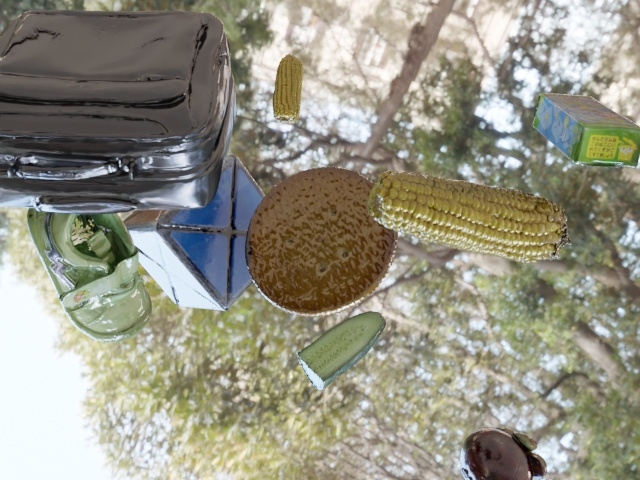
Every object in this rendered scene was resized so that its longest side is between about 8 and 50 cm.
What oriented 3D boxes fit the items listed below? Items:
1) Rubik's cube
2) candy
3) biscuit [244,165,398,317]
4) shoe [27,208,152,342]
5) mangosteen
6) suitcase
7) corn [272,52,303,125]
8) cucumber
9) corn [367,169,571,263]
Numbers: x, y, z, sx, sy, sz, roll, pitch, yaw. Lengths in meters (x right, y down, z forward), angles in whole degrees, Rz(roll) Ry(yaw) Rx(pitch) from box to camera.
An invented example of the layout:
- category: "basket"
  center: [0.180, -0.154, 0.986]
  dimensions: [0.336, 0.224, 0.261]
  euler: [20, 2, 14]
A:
- category: "Rubik's cube"
  center: [-0.262, -0.012, 1.745]
  dimensions: [0.259, 0.254, 0.260]
  euler: [-44, -68, -27]
- category: "candy"
  center: [0.402, -0.170, 1.173]
  dimensions: [0.097, 0.062, 0.194]
  euler: [2, -156, -6]
- category: "biscuit"
  center: [0.000, 0.000, 1.448]
  dimensions: [0.305, 0.305, 0.038]
  euler: [42, 178, 27]
- category: "shoe"
  center: [-0.342, 0.040, 1.151]
  dimensions: [0.140, 0.262, 0.128]
  euler: [-34, -162, -27]
- category: "mangosteen"
  center: [0.418, 0.507, 1.764]
  dimensions: [0.199, 0.200, 0.200]
  euler: [14, -145, -10]
- category: "suitcase"
  center: [-0.299, -0.181, 1.083]
  dimensions: [0.345, 0.188, 0.339]
  euler: [2, -136, 1]
- category: "corn"
  center: [-0.040, -0.186, 0.956]
  dimensions: [0.037, 0.037, 0.092]
  euler: [11, -108, -14]
- category: "cucumber"
  center: [0.062, 0.249, 1.778]
  dimensions: [0.244, 0.063, 0.115]
  euler: [-33, -136, -29]
- category: "corn"
  center: [0.223, -0.033, 1.125]
  dimensions: [0.317, 0.115, 0.115]
  euler: [9, -143, -16]
